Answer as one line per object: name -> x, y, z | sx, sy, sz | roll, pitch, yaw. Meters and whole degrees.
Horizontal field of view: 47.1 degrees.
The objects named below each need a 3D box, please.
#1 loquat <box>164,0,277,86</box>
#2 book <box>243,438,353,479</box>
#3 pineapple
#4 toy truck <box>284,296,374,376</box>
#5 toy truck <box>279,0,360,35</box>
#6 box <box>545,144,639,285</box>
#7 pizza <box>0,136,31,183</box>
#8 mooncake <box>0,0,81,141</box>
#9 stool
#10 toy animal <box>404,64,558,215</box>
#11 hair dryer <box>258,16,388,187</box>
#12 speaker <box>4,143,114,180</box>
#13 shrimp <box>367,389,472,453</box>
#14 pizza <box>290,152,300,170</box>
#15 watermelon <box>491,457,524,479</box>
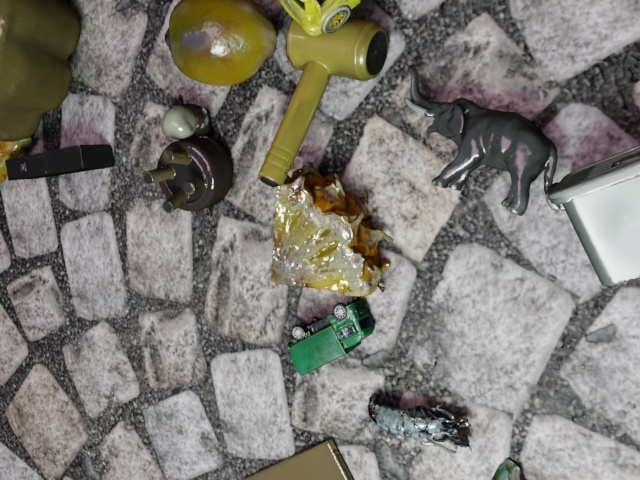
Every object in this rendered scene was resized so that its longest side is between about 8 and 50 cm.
loquat -> -0.156, -0.323, 1.170 | 0.195, 0.152, 0.152 | 2, 98, 16
book -> 0.010, 0.517, 1.257 | 0.217, 0.021, 0.310 | -33, 80, 30
pineapple -> 0.000, 0.000, 1.142 | 0.186, 0.114, 0.236 | -33, 83, 29
toy truck -> 0.016, 0.150, 1.178 | 0.147, 0.065, 0.079 | -33, 83, 29
toy truck -> 0.053, -0.416, 0.990 | 0.272, 0.157, 0.124 | -38, 75, 2
box -> 0.413, -0.048, 0.877 | 0.243, 0.163, 0.135 | -23, 94, 29
pizza -> -0.703, -0.173, 1.549 | 0.292, 0.058, 0.197 | -6, 85, 30
mooncake -> -0.632, -0.370, 1.384 | 0.378, 0.201, 0.378 | -1, 88, 32
stool -> -0.227, -0.140, 1.251 | 0.125, 0.121, 0.217 | -2, 101, 32
toy animal -> 0.206, -0.131, 1.024 | 0.269, 0.082, 0.137 | 33, 109, 26
hair dryer -> -0.010, -0.205, 1.085 | 0.135, 0.090, 0.278 | 19, 80, 25
speaker -> -0.510, -0.151, 1.432 | 0.218, 0.082, 0.044 | -4, 95, 32
shrimp -> 0.144, 0.285, 1.121 | 0.174, 0.076, 0.082 | 9, 123, 29
pizza -> -0.067, -0.123, 1.217 | 0.083, 0.016, 0.037 | -33, 86, 27
watermelon -> 0.295, 0.420, 1.056 | 0.139, 0.071, 0.187 | 5, 99, 25
